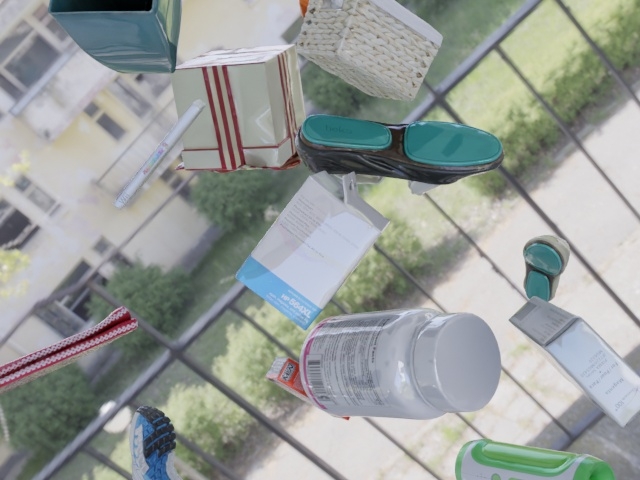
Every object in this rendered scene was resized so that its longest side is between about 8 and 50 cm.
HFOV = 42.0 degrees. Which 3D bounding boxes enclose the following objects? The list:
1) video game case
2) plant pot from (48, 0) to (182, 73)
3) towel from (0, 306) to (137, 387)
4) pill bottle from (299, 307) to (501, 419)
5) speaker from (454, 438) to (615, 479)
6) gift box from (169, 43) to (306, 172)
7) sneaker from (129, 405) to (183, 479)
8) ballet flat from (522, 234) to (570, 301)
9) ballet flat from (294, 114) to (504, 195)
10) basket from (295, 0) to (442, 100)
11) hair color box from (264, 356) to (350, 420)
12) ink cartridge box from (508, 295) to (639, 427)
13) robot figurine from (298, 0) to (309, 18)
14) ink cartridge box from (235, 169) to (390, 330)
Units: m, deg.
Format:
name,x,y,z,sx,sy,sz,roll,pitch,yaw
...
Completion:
name,x,y,z,sx,sy,sz,roll,pitch,yaw
video game case,-0.155,-0.086,0.813,0.122,0.011,0.087,-50,11,7
plant pot,-0.317,-0.381,1.393,0.234,0.166,0.165,73,-161,-69
towel,-0.331,0.142,0.918,0.199,0.031,0.275,-24,-2,-34
pill bottle,0.112,0.181,1.224,0.283,0.160,0.160,-11,41,51
speaker,0.406,0.458,1.606,0.297,0.131,0.131,-5,47,49
gift box,-0.183,-0.269,1.812,0.255,0.258,0.276,1,24,22
sneaker,-0.253,0.320,1.218,0.083,0.190,0.071,16,31,41
ballet flat,0.424,0.036,1.562,0.086,0.086,0.248,-56,-19,-20
ballet flat,0.105,-0.116,1.144,0.096,0.281,0.095,91,-170,-52
basket,0.062,-0.267,1.128,0.113,0.167,0.103,21,88,51
hair color box,-0.014,0.242,1.366,0.043,0.141,0.072,-61,14,-16
ink cartridge box,0.357,0.181,1.047,0.060,0.239,0.275,-44,-2,4
robot figurine,0.064,-0.453,1.705,0.158,0.220,0.128,-50,-17,-48
ink cartridge box,0.000,0.000,0.836,0.143,0.090,0.092,-52,-2,14
